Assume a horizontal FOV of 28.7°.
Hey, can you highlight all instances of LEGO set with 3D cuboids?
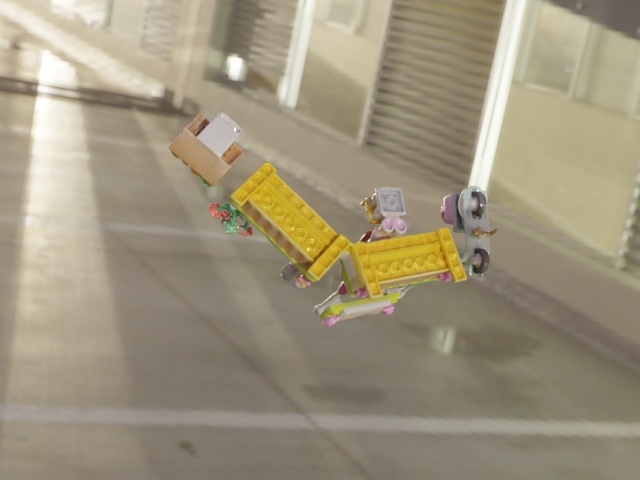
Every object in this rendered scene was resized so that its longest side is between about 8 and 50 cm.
[{"bbox_3d":[0.000,0.000,1.021,0.287,0.132,0.107,13,-28,-20],"label":"LEGO set"}]
